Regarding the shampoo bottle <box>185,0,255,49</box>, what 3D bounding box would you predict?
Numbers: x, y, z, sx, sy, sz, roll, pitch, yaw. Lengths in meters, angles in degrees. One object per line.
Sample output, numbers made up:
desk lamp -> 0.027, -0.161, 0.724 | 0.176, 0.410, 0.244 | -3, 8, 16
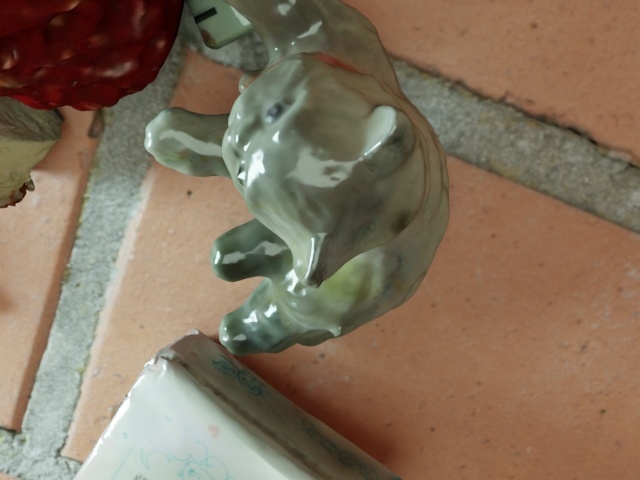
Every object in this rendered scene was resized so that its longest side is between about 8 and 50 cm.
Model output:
shampoo bottle -> -0.100, -0.275, 0.519 | 0.085, 0.085, 0.262 | -22, 107, 11

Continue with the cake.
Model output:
cake -> -0.306, -0.126, 0.612 | 0.086, 0.117, 0.220 | -45, 69, 14

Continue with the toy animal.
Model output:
toy animal -> 0.000, 0.000, 0.534 | 0.266, 0.188, 0.307 | 16, 112, -40

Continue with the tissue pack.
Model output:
tissue pack -> -0.072, 0.238, 0.651 | 0.271, 0.124, 0.201 | 35, 100, 7

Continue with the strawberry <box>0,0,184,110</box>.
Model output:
strawberry -> -0.220, -0.199, 0.432 | 0.318, 0.295, 0.345 | 0, 147, 10
